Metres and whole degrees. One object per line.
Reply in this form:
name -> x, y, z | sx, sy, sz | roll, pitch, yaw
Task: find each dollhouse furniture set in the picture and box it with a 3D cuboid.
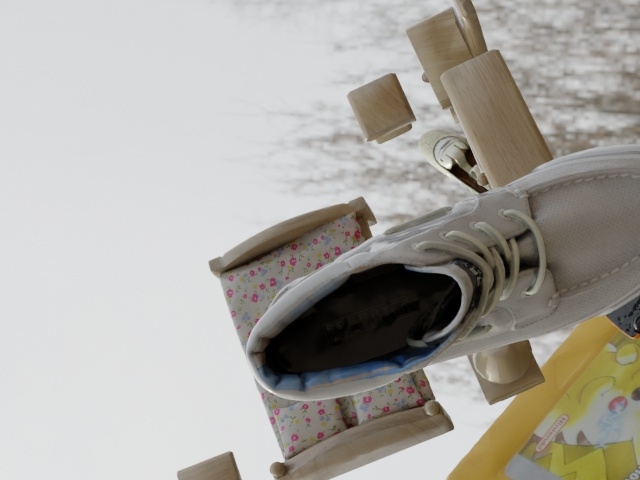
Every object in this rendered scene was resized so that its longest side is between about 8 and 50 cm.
dollhouse furniture set -> 0.000, 0.000, 0.970 | 0.174, 0.355, 0.303 | 52, -164, -65

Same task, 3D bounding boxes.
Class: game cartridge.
game cartridge -> 0.279, 0.147, 0.940 | 0.285, 0.323, 0.053 | -47, -60, -12

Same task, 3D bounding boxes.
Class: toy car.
toy car -> 0.175, 0.024, 0.779 | 0.040, 0.122, 0.060 | 21, -91, -34

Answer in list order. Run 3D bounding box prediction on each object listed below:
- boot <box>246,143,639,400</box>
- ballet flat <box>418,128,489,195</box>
boot -> 0.085, 0.023, 0.678 | 0.123, 0.258, 0.095 | -30, -84, -82
ballet flat -> 0.193, -0.096, 1.655 | 0.057, 0.168, 0.052 | -50, -21, -3
